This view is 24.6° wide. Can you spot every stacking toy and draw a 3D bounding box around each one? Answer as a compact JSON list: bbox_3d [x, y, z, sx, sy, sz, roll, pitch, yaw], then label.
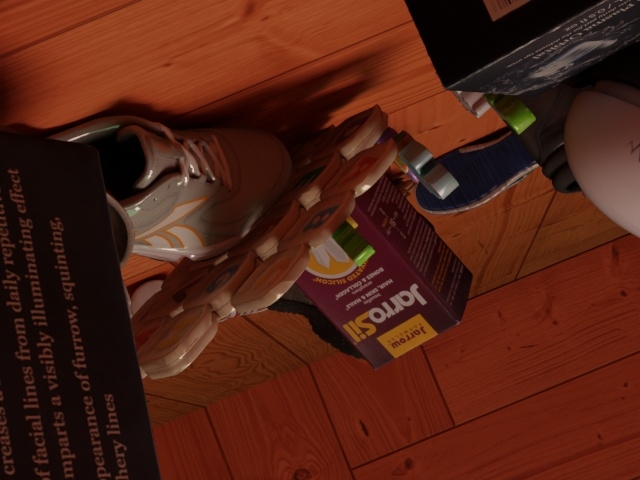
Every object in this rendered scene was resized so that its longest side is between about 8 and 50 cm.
[{"bbox_3d":[0.074,-0.057,1.122,0.167,0.052,0.221,-42,-166,2],"label":"stacking toy"}]

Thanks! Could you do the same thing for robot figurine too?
[{"bbox_3d":[0.296,-0.125,1.054,0.278,0.173,0.209,-58,-161,0],"label":"robot figurine"}]

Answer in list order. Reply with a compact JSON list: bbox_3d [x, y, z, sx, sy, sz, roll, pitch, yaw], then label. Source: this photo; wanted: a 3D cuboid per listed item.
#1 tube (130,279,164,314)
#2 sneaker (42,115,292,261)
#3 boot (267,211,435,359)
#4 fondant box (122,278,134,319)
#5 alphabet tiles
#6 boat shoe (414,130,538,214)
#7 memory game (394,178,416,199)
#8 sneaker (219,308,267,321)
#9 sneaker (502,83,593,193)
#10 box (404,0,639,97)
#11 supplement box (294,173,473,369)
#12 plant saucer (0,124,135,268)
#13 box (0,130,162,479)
[{"bbox_3d":[-0.178,0.085,1.706,0.070,0.062,0.240,19,174,0],"label":"tube"},{"bbox_3d":[-0.114,-0.042,1.032,0.262,0.099,0.121,-16,164,-38],"label":"sneaker"},{"bbox_3d":[0.000,0.000,1.458,0.083,0.246,0.161,-8,119,-54],"label":"boot"},{"bbox_3d":[-0.344,0.110,1.345,0.330,0.096,0.238,-19,170,-14],"label":"fondant box"},{"bbox_3d":[-0.059,0.002,1.160,0.284,0.021,0.278,-50,-163,-27],"label":"alphabet tiles"},{"bbox_3d":[0.191,-0.078,1.597,0.183,0.066,0.066,-24,172,13],"label":"boat shoe"},{"bbox_3d":[0.030,-0.007,1.592,0.186,0.012,0.186,-40,-174,5],"label":"memory game"},{"bbox_3d":[-0.102,0.076,1.860,0.118,0.042,0.067,-21,174,7],"label":"sneaker"},{"bbox_3d":[0.300,-0.134,1.294,0.296,0.147,0.104,-22,169,-7],"label":"sneaker"},{"bbox_3d":[0.157,-0.168,0.945,0.156,0.093,0.158,-27,170,28],"label":"box"},{"bbox_3d":[0.035,0.010,1.307,0.104,0.188,0.081,-33,-162,30],"label":"supplement box"},{"bbox_3d":[-0.267,0.000,0.865,0.311,0.050,0.310,-10,158,-4],"label":"plant saucer"},{"bbox_3d":[-0.284,0.106,0.629,0.395,0.293,0.212,7,152,-46],"label":"box"}]
